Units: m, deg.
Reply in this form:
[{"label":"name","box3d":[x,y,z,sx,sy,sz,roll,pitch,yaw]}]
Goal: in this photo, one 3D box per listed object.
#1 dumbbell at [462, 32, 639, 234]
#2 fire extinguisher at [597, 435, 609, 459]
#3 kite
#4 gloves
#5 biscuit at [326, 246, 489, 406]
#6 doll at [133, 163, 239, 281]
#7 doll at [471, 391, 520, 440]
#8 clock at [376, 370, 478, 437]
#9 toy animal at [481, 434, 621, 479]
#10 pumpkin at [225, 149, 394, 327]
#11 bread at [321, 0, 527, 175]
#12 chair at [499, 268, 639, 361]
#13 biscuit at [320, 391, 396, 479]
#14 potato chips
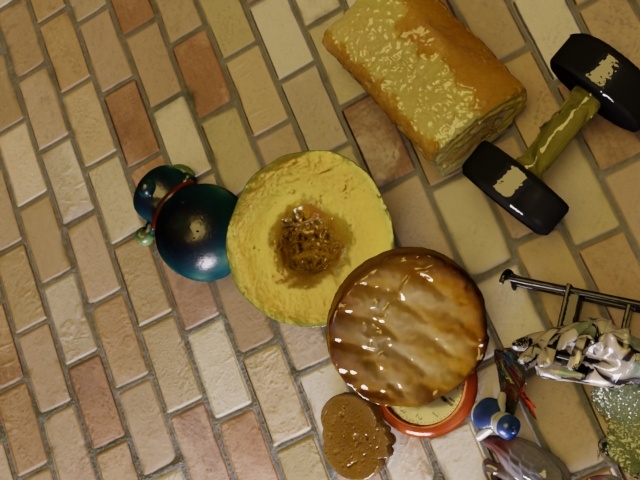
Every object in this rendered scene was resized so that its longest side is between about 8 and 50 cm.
[{"label":"dumbbell","box3d":[0.426,-0.187,1.699,0.204,0.204,0.322,42,98,22]},{"label":"fire extinguisher","box3d":[0.520,0.356,1.666,0.083,0.025,0.038,-25,71,16]},{"label":"kite","box3d":[0.347,0.249,1.696,0.009,0.232,0.189,-3,34,-15]},{"label":"gloves","box3d":[0.420,0.176,1.534,0.212,0.127,0.111,17,77,10]},{"label":"biscuit","box3d":[0.151,0.153,1.692,0.297,0.102,0.296,-3,105,-10]},{"label":"doll","box3d":[-0.267,-0.036,1.951,0.322,0.186,0.198,33,94,25]},{"label":"doll","box3d":[0.314,0.319,1.697,0.058,0.143,0.098,31,86,-18]},{"label":"clock","box3d":[0.195,0.269,1.791,0.205,0.051,0.205,-4,79,20]},{"label":"toy animal","box3d":[0.397,0.426,1.667,0.324,0.090,0.195,-16,81,29]},{"label":"pumpkin","box3d":[0.000,0.000,1.848,0.333,0.199,0.332,-1,88,16]},{"label":"bread","box3d":[0.199,-0.334,1.831,0.236,0.165,0.375,-43,68,7]},{"label":"chair","box3d":[0.439,0.145,1.666,0.260,0.154,0.141,12,85,21]},{"label":"biscuit","box3d":[0.077,0.371,1.807,0.170,0.050,0.170,3,94,38]},{"label":"potato chips","box3d":[0.563,0.319,1.614,0.167,0.059,0.228,-25,84,10]}]
